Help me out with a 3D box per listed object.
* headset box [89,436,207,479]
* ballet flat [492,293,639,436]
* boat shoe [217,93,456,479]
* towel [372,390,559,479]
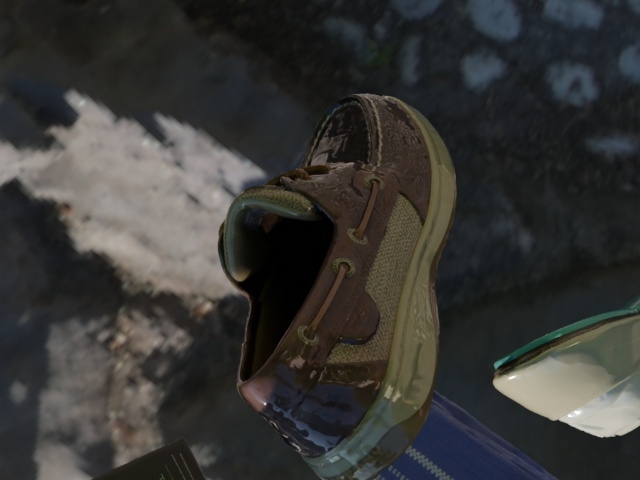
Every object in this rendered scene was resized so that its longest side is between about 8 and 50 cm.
[{"bbox_3d":[-0.247,0.304,1.480,0.246,0.283,0.131,-37,79,48],"label":"headset box"},{"bbox_3d":[0.193,0.080,1.129,0.086,0.248,0.086,7,103,32],"label":"ballet flat"},{"bbox_3d":[0.000,0.000,1.119,0.123,0.342,0.123,34,126,-21],"label":"boat shoe"},{"bbox_3d":[0.038,0.281,1.311,0.040,0.243,0.336,35,88,-32],"label":"towel"}]
